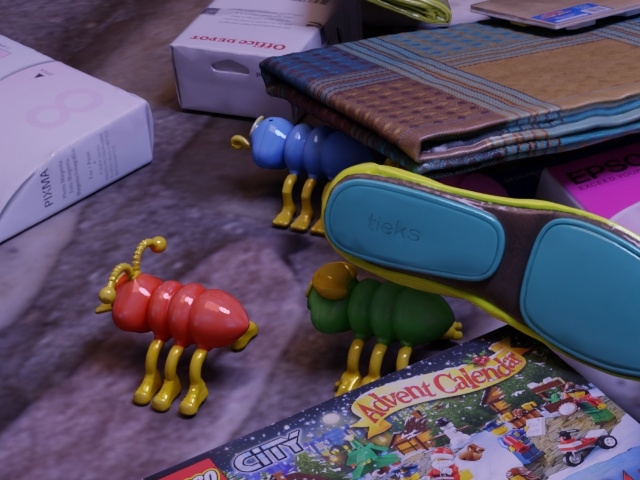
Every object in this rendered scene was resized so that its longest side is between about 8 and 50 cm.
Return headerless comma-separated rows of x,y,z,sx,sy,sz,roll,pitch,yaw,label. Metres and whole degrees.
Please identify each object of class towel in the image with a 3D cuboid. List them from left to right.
0.046,-0.206,1.320,0.102,0.021,0.237,21,17,-5,towel
0.176,-0.113,1.143,0.370,0.040,0.271,-12,20,-19,towel

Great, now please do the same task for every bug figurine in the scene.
0.000,0.000,1.052,0.216,0.072,0.279,9,36,21,bug figurine

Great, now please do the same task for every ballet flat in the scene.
0.112,0.011,0.943,0.231,0.077,0.077,21,10,15,ballet flat

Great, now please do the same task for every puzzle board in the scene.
0.185,-0.168,1.220,0.128,0.011,0.096,-17,24,-28,puzzle board

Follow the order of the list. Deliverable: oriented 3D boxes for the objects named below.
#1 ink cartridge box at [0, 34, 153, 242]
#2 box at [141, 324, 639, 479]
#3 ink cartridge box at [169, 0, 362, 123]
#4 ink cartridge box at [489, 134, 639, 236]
-0.261,-0.058,1.196,0.232,0.066,0.189,-28,40,-36,ink cartridge box
0.049,0.135,0.868,0.233,0.044,0.159,-21,37,-22,box
-0.038,-0.147,1.288,0.099,0.056,0.135,10,36,21,ink cartridge box
0.254,0.006,1.016,0.176,0.069,0.371,-16,33,-14,ink cartridge box
